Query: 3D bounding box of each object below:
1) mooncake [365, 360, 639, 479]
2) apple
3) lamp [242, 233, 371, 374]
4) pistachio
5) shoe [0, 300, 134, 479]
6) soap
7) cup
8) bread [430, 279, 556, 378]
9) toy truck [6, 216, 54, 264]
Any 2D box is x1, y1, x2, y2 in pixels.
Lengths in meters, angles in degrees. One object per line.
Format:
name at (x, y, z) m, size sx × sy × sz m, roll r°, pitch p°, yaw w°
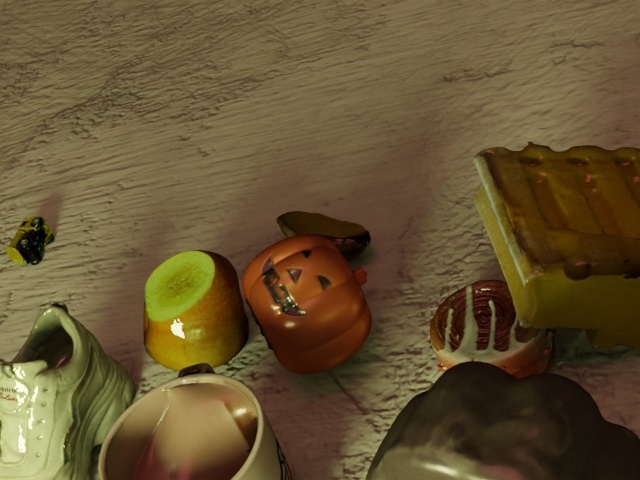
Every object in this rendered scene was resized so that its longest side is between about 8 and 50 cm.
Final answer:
mooncake at (0.186, 0.255, 1.067) m, size 0.306 × 0.306 × 0.154 m, roll 6°, pitch 45°, yaw 30°
apple at (-0.177, 0.102, 1.508) m, size 0.147 × 0.163 × 0.146 m, roll -12°, pitch 33°, yaw -8°
lamp at (-0.011, 0.080, 1.448) m, size 0.164 × 0.187 × 0.187 m, roll -28°, pitch 39°, yaw -8°
pistachio at (0.000, 0.000, 1.640) m, size 0.173 × 0.049 × 0.089 m, roll 17°, pitch 30°, yaw 40°
shoe at (-0.375, 0.239, 1.406) m, size 0.132 × 0.210 × 0.342 m, roll -1°, pitch 44°, yaw 23°
soap at (0.339, -0.005, 1.376) m, size 0.259 × 0.143 × 0.281 m, roll 3°, pitch 39°, yaw -8°
cup at (-0.127, 0.268, 1.267) m, size 0.192 × 0.200 × 0.253 m, roll -17°, pitch 40°, yaw 6°
bread at (0.219, 0.123, 1.379) m, size 0.161 × 0.073 × 0.160 m, roll -12°, pitch 40°, yaw 10°
toy truck at (-0.498, -0.002, 1.868) m, size 0.054 × 0.049 × 0.083 m, roll -3°, pitch 44°, yaw 24°
